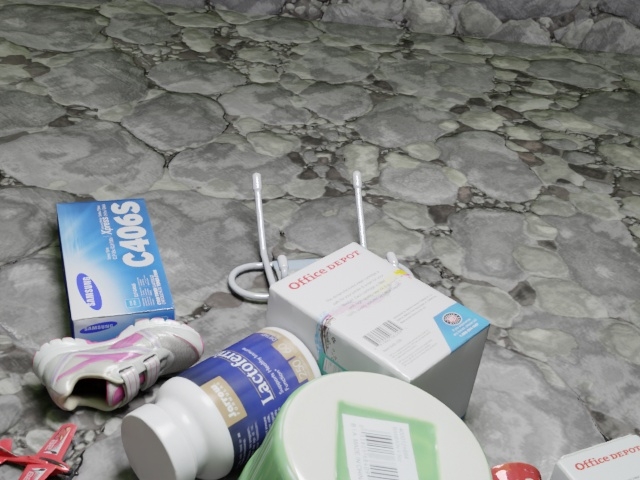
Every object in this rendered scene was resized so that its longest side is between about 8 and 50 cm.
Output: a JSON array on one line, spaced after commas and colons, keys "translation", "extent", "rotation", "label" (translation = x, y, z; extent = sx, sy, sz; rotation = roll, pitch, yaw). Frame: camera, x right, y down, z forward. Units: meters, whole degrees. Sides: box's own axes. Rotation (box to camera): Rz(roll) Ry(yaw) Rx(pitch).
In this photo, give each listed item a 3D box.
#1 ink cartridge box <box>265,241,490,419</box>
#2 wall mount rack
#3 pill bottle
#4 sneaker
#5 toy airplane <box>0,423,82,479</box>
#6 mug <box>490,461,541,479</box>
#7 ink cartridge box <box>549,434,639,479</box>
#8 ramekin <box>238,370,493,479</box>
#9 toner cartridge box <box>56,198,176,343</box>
[{"translation": [0.075, 0.169, 1.347], "extent": [0.270, 0.197, 0.198], "rotation": [32, 41, 32], "label": "ink cartridge box"}, {"translation": [0.000, 0.000, 1.652], "extent": [0.350, 0.130, 0.304], "rotation": [-1, 34, -15], "label": "wall mount rack"}, {"translation": [-0.134, 0.238, 1.244], "extent": [0.153, 0.153, 0.265], "rotation": [32, 41, 32], "label": "pill bottle"}, {"translation": [-0.293, 0.198, 1.334], "extent": [0.252, 0.103, 0.111], "rotation": [-12, 42, -17], "label": "sneaker"}, {"translation": [-0.397, 0.299, 1.210], "extent": [0.151, 0.028, 0.151], "rotation": [5, 32, -3], "label": "toy airplane"}, {"translation": [0.277, 0.384, 1.144], "extent": [0.150, 0.113, 0.169], "rotation": [-3, 38, -12], "label": "mug"}, {"translation": [0.427, 0.376, 1.202], "extent": [0.153, 0.087, 0.208], "rotation": [-9, 37, -23], "label": "ink cartridge box"}, {"translation": [0.058, 0.300, 1.071], "extent": [0.303, 0.148, 0.303], "rotation": [14, 34, -10], "label": "ramekin"}, {"translation": [-0.362, 0.049, 1.555], "extent": [0.165, 0.075, 0.348], "rotation": [-6, 36, -18], "label": "toner cartridge box"}]
